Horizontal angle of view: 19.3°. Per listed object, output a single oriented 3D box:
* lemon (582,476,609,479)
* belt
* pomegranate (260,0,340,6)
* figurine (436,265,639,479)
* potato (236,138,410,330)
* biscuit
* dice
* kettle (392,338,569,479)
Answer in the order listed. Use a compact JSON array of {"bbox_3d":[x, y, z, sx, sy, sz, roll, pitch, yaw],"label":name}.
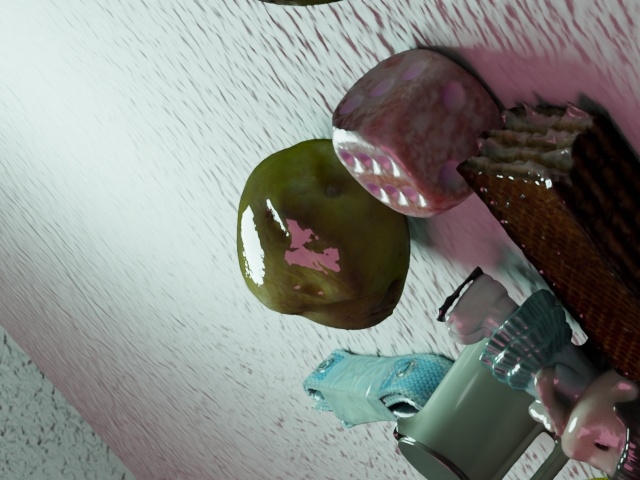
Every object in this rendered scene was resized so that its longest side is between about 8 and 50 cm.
[{"bbox_3d":[0.276,0.306,1.762,0.173,0.173,0.206,48,171,-24],"label":"lemon"},{"bbox_3d":[0.071,0.165,1.999,0.087,0.072,0.302,47,162,-15],"label":"belt"},{"bbox_3d":[0.028,-0.218,0.961,0.286,0.231,0.231,15,170,-18],"label":"pomegranate"},{"bbox_3d":[0.213,0.117,1.544,0.245,0.110,0.138,38,172,17],"label":"figurine"},{"bbox_3d":[0.002,-0.004,1.631,0.154,0.137,0.200,6,157,5],"label":"potato"},{"bbox_3d":[0.205,0.005,1.330,0.252,0.070,0.106,50,159,-28],"label":"biscuit"},{"bbox_3d":[0.070,-0.078,1.363,0.094,0.091,0.093,47,162,-25],"label":"dice"},{"bbox_3d":[0.153,0.161,1.691,0.127,0.148,0.098,48,160,-27],"label":"kettle"}]
